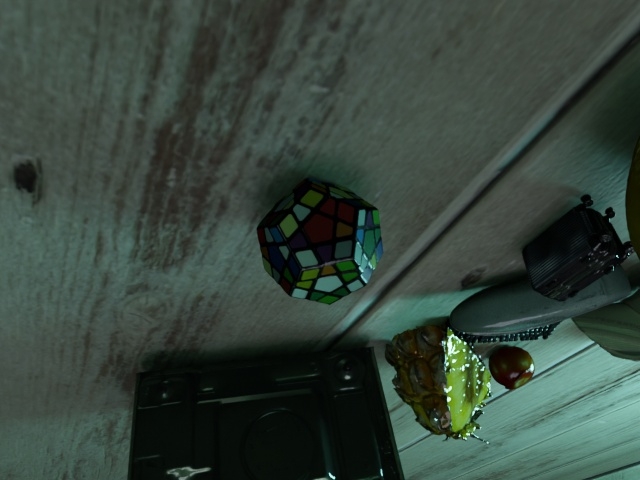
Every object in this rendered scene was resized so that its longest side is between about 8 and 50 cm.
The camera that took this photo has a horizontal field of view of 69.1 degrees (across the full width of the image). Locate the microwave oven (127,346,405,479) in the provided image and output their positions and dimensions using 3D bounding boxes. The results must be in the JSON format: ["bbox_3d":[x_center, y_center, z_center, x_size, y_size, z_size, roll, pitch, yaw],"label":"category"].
[{"bbox_3d":[-0.083,0.363,0.743,0.394,0.333,0.247,-5,145,-8],"label":"microwave oven"}]

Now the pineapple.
[{"bbox_3d":[0.190,0.256,0.799,0.161,0.158,0.334,-5,157,28],"label":"pineapple"}]

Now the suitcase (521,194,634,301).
[{"bbox_3d":[0.323,0.015,0.599,0.059,0.086,0.126,23,133,-15],"label":"suitcase"}]

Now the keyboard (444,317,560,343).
[{"bbox_3d":[0.322,0.157,0.829,0.231,0.023,0.072,0,139,-14],"label":"keyboard"}]

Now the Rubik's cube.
[{"bbox_3d":[0.000,0.000,0.483,0.112,0.133,0.133,-24,150,-29],"label":"Rubik's cube"}]

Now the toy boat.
[{"bbox_3d":[0.325,0.093,0.709,0.261,0.078,0.085,-15,165,4],"label":"toy boat"}]

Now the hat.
[{"bbox_3d":[0.519,0.099,0.745,0.226,0.219,0.164,20,101,12],"label":"hat"}]

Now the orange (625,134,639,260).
[{"bbox_3d":[0.431,-0.089,0.399,0.263,0.196,0.334,21,134,-28],"label":"orange"}]

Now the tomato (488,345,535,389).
[{"bbox_3d":[0.379,0.253,0.921,0.087,0.075,0.087,-8,139,-7],"label":"tomato"}]
